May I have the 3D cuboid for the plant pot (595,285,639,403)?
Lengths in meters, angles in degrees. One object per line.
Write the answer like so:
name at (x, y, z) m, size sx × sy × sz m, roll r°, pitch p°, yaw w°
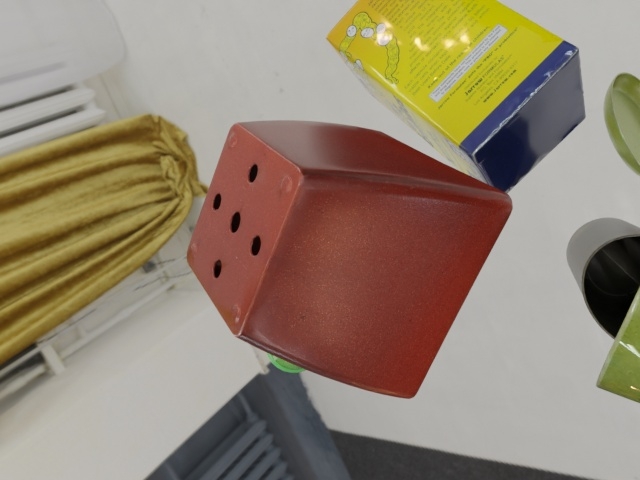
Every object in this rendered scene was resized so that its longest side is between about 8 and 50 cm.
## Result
plant pot at (0.389, 0.046, 0.344) m, size 0.294 × 0.275 × 0.274 m, roll 26°, pitch 132°, yaw 31°

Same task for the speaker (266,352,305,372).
speaker at (-0.032, 0.181, 1.031) m, size 0.131 × 0.131 × 0.296 m, roll 46°, pitch 156°, yaw 6°

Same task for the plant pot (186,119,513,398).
plant pot at (0.000, 0.000, 0.622) m, size 0.267 × 0.236 × 0.267 m, roll 42°, pitch 115°, yaw 50°

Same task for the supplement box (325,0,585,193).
supplement box at (0.211, -0.267, 0.859) m, size 0.195 × 0.194 × 0.356 m, roll -45°, pitch 58°, yaw 9°

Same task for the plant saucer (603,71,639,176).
plant saucer at (0.634, -0.218, 1.061) m, size 0.037 × 0.241 × 0.241 m, roll -26°, pitch 99°, yaw 51°

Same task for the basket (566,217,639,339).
basket at (0.476, 0.049, 0.831) m, size 0.204 × 0.227 × 0.154 m, roll 42°, pitch 109°, yaw -2°
